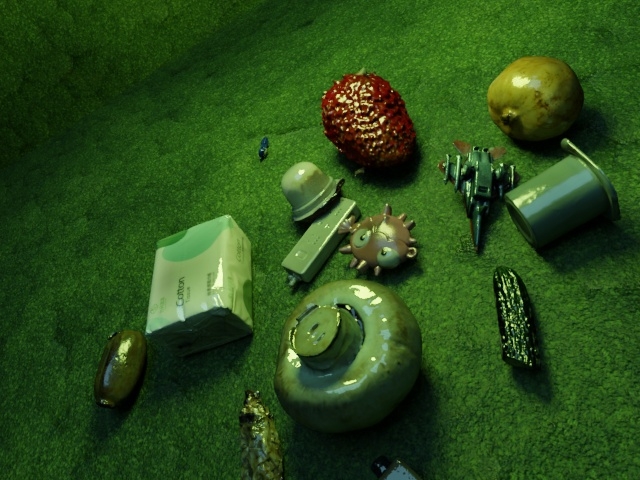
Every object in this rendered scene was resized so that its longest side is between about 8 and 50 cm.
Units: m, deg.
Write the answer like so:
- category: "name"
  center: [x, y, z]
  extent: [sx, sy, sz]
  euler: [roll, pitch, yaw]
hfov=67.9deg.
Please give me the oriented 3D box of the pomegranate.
- category: "pomegranate"
  center: [0.576, -0.381, 1.291]
  extent: [0.248, 0.248, 0.248]
  euler: [-15, 48, 18]

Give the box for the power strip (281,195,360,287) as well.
- category: "power strip"
  center: [0.000, 0.000, 1.418]
  extent: [0.098, 0.058, 0.338]
  euler: [22, 67, 39]

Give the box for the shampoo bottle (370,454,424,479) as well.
- category: "shampoo bottle"
  center: [0.192, 0.502, 0.887]
  extent: [0.079, 0.080, 0.246]
  euler: [-45, 47, -13]

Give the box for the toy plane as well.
- category: "toy plane"
  center: [0.419, -0.125, 1.253]
  extent: [0.223, 0.104, 0.326]
  euler: [9, 59, 1]

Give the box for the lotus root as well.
- category: "lotus root"
  center: [-0.584, 0.375, 1.398]
  extent: [0.124, 0.123, 0.241]
  euler: [-36, 40, 41]

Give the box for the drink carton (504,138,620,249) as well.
- category: "drink carton"
  center: [0.548, -0.091, 1.102]
  extent: [0.190, 0.185, 0.191]
  euler: [-29, 48, 9]

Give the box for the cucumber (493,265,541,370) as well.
- category: "cucumber"
  center: [0.425, 0.163, 1.037]
  extent: [0.077, 0.077, 0.265]
  euler: [-9, 50, 23]

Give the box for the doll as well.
- category: "doll"
  center: [0.155, -0.002, 1.307]
  extent: [0.262, 0.093, 0.211]
  euler: [33, 81, 40]

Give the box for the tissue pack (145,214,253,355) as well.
- category: "tissue pack"
  center: [-0.349, 0.127, 1.416]
  extent: [0.266, 0.194, 0.356]
  euler: [-20, 47, 12]

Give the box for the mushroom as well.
- category: "mushroom"
  center: [0.047, 0.245, 1.052]
  extent: [0.352, 0.260, 0.352]
  euler: [-20, 43, 20]

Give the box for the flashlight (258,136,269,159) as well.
- category: "flashlight"
  center: [-0.218, -0.361, 1.852]
  extent: [0.035, 0.057, 0.121]
  euler: [11, 45, -6]

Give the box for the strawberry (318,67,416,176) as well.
- category: "strawberry"
  center: [0.141, -0.353, 1.506]
  extent: [0.292, 0.292, 0.343]
  euler: [-17, 60, 16]

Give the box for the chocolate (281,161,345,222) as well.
- category: "chocolate"
  center: [-0.043, -0.169, 1.476]
  extent: [0.221, 0.147, 0.221]
  euler: [-30, 28, 18]

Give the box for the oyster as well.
- category: "oyster"
  center: [-0.151, 0.499, 1.094]
  extent: [0.129, 0.078, 0.345]
  euler: [-29, 48, 17]
